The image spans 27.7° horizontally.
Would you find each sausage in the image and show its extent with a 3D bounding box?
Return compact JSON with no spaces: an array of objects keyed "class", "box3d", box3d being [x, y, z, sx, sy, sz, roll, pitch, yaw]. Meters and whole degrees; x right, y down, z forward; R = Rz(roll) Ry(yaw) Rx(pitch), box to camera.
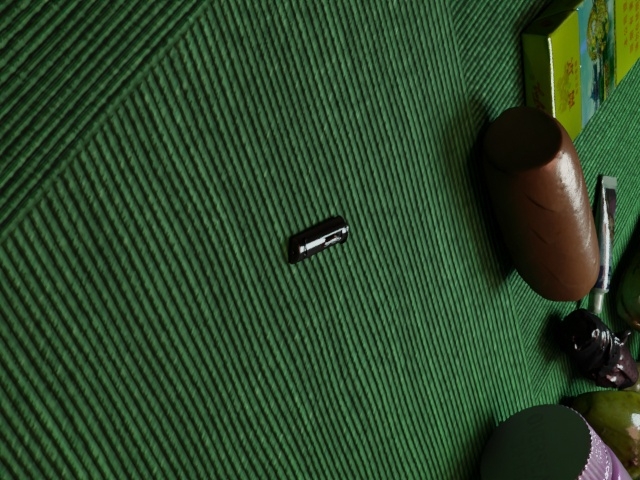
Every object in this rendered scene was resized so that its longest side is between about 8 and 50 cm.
[{"class":"sausage","box3d":[0.287,-0.035,1.663,0.121,0.121,0.304,-61,145,-26]}]

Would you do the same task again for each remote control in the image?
[{"class":"remote control","box3d":[0.000,0.000,1.296,0.091,0.016,0.034,-26,128,-53]}]

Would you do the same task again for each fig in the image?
[{"class":"fig","box3d":[0.459,0.296,2.071,0.165,0.144,0.154,49,61,-38]}]

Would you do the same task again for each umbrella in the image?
[{"class":"umbrella","box3d":[0.443,0.182,2.041,0.326,0.090,0.094,38,46,-57]}]

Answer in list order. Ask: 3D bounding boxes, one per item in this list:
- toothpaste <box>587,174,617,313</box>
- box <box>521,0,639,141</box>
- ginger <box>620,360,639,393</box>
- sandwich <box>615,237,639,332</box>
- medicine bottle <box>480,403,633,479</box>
[{"class":"toothpaste","box3d":[0.438,0.006,2.022,0.062,0.037,0.216,2,94,-58]},{"class":"box","box3d":[0.368,-0.272,1.784,0.335,0.047,0.187,-45,138,-41]},{"class":"ginger","box3d":[0.747,0.276,2.411,0.413,0.358,0.211,35,32,-42]},{"class":"sandwich","box3d":[0.655,0.066,2.222,0.271,0.099,0.301,38,63,-16]},{"class":"medicine bottle","box3d":[0.362,0.378,1.835,0.290,0.178,0.178,51,57,-36]}]
